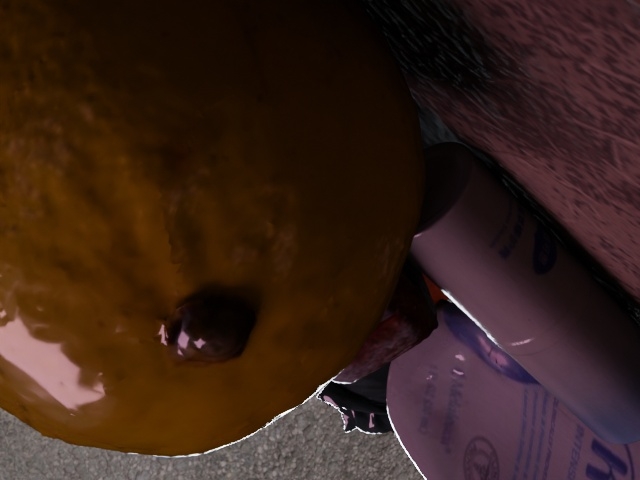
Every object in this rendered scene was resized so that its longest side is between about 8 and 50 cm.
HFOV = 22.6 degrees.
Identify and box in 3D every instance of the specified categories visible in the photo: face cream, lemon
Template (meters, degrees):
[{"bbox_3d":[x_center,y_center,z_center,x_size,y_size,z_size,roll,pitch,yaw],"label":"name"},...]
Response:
[{"bbox_3d":[0.140,0.039,1.037,0.250,0.077,0.077,42,173,-33],"label":"face cream"},{"bbox_3d":[0.171,0.174,1.265,0.137,0.234,0.420,3,-162,-21],"label":"face cream"},{"bbox_3d":[-0.089,-0.038,0.822,0.297,0.297,0.297,37,174,4],"label":"lemon"}]

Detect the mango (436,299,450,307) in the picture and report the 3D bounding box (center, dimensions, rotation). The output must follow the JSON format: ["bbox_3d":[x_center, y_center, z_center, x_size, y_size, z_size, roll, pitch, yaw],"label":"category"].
[{"bbox_3d":[0.076,0.089,1.643,0.227,0.109,0.147,16,-168,23],"label":"mango"}]

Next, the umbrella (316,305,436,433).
[{"bbox_3d":[0.039,0.084,1.467,0.349,0.143,0.094,50,-165,-45],"label":"umbrella"}]

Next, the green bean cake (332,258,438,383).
[{"bbox_3d":[-0.029,-0.031,1.025,0.198,0.097,0.232,40,-158,-49],"label":"green bean cake"}]

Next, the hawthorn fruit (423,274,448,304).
[{"bbox_3d":[0.075,0.000,1.182,0.093,0.081,0.081,69,167,-11],"label":"hawthorn fruit"}]
